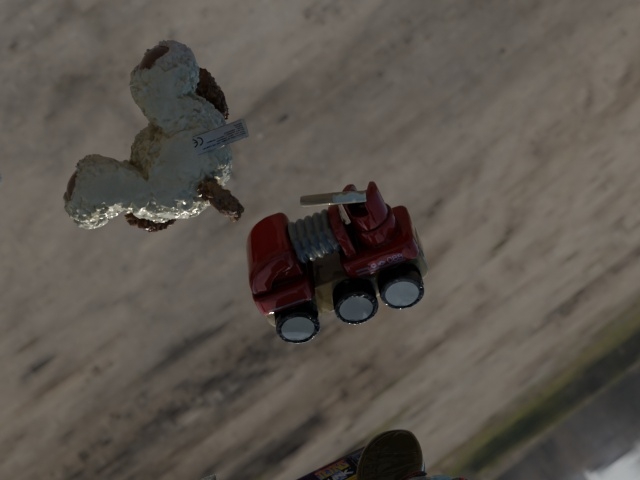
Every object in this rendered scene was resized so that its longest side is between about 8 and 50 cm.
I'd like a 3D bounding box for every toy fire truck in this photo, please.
[{"bbox_3d":[0.000,0.000,1.884,0.217,0.158,0.246,-19,131,10],"label":"toy fire truck"}]

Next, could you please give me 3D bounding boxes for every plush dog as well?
[{"bbox_3d":[-0.176,-0.103,1.956,0.262,0.210,0.225,-59,-179,7],"label":"plush dog"}]

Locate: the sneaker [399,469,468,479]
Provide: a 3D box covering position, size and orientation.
[{"bbox_3d":[0.082,0.362,1.536,0.125,0.262,0.104,2,159,47],"label":"sneaker"}]

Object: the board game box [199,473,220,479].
[{"bbox_3d":[-0.258,0.391,1.580,0.390,0.050,0.390,-28,-174,-5],"label":"board game box"}]

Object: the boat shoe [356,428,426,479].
[{"bbox_3d":[0.088,0.310,1.757,0.080,0.073,0.223,-12,-147,7],"label":"boat shoe"}]

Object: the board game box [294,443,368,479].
[{"bbox_3d":[0.036,0.344,1.889,0.141,0.048,0.170,-21,126,-24],"label":"board game box"}]
